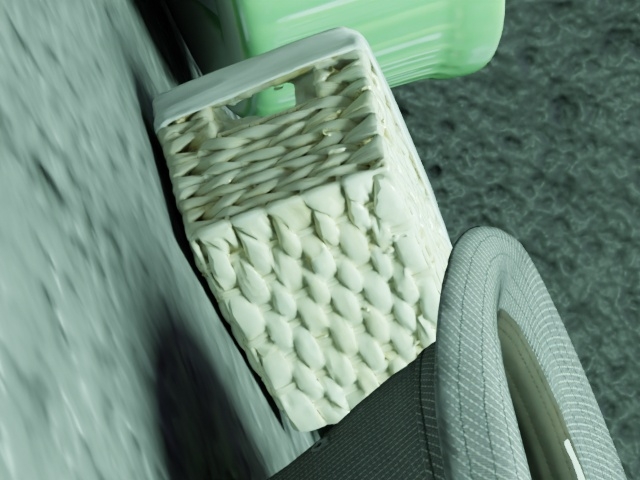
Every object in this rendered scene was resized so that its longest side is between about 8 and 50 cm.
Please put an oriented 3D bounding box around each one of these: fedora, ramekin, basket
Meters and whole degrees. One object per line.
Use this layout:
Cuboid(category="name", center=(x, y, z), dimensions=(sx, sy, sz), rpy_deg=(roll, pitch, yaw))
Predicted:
Cuboid(category="fedora", center=(0.048, 0.134, 0.682), dimensions=(0.275, 0.124, 0.243), rpy_deg=(-91, 157, -57))
Cuboid(category="ramekin", center=(-0.025, -0.216, 1.082), dimensions=(0.303, 0.148, 0.303), rpy_deg=(158, -90, -80))
Cuboid(category="basket", center=(0.000, 0.000, 0.903), dimensions=(0.103, 0.113, 0.167), rpy_deg=(-102, 170, -48))

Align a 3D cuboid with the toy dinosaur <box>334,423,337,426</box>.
Cuboid(category="toy dinosaur", center=(0.051, 0.124, 1.088), dimensions=(0.160, 0.121, 0.313), rpy_deg=(101, -37, -75))
